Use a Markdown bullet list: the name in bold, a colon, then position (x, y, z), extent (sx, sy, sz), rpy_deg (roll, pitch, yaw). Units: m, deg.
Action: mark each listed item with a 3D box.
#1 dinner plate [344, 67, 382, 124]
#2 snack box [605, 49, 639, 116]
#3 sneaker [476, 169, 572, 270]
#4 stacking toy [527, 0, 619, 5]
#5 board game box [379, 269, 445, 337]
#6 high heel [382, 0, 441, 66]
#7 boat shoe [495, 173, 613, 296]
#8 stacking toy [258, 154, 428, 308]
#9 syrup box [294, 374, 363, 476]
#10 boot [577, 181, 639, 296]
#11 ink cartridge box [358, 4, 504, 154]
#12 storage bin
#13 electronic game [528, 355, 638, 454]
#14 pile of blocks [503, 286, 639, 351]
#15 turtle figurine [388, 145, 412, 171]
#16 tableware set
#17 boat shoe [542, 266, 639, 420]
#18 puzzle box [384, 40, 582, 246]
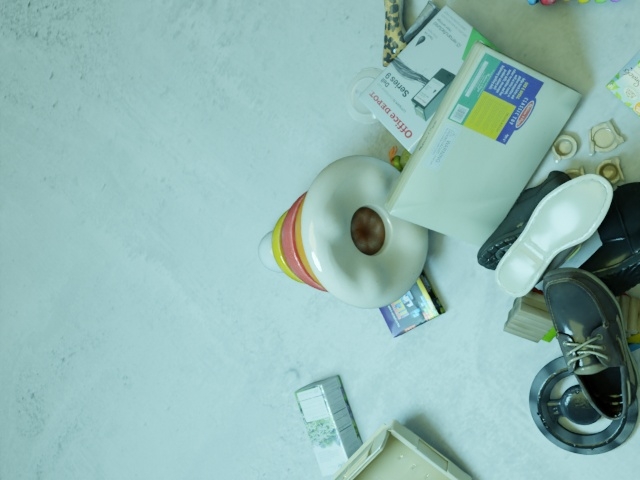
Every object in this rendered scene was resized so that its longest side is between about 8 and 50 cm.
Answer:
- **dinner plate**: position (0.120, -0.362, 1.923), extent (0.141, 0.017, 0.141), rpy_deg (2, 94, 32)
- **snack box**: position (0.677, -0.338, 1.577), extent (0.100, 0.037, 0.141), rpy_deg (50, 116, 19)
- **sneaker**: position (0.458, -0.039, 1.695), extent (0.286, 0.109, 0.130), rpy_deg (-43, 30, 32)
- **stacking toy**: position (0.583, -0.546, 1.571), extent (0.302, 0.166, 0.175), rpy_deg (17, 112, 14)
- **board game box**: position (0.206, 0.135, 1.894), extent (0.141, 0.048, 0.170), rpy_deg (-33, 77, 28)
- **high heel**: position (0.136, -0.554, 1.847), extent (0.261, 0.093, 0.186), rpy_deg (42, 107, 12)
- **boat shoe**: position (0.483, -0.015, 1.564), extent (0.116, 0.097, 0.324), rpy_deg (45, 127, 19)
- **stacking toy**: position (0.000, 0.000, 1.897), extent (0.480, 0.351, 0.350), rpy_deg (-11, 88, 56)
- **syrup box**: position (0.027, 0.485, 2.002), extent (0.093, 0.096, 0.236), rpy_deg (-23, 84, 30)
- **boot**: position (0.590, 0.006, 1.581), extent (0.246, 0.094, 0.207), rpy_deg (-32, 39, 30)
- **ink cartridge box**: position (0.262, -0.342, 1.722), extent (0.289, 0.121, 0.211), rpy_deg (-46, 58, 12)
- **storage bin**: position (0.189, 0.609, 1.848), extent (0.262, 0.123, 0.260), rpy_deg (38, 114, -2)
- **electronic game**: position (0.577, 0.361, 1.689), extent (0.229, 0.048, 0.229), rpy_deg (3, 99, 23)
- **pile of blocks**: position (0.585, 0.160, 1.653), extent (0.362, 0.149, 0.112), rpy_deg (5, 54, 22)
- **turtle figurine**: position (0.245, -0.210, 1.818), extent (0.217, 0.087, 0.269), rpy_deg (-13, 87, 31)
- **tableware set**: position (0.577, -0.173, 1.662), extent (0.169, 0.020, 0.141), rpy_deg (-17, 85, 31)
- **boat shoe**: position (0.545, 0.210, 1.517), extent (0.132, 0.130, 0.355), rpy_deg (-22, 113, 31)
- **puzzle box**: position (0.350, -0.195, 1.666), extent (0.409, 0.272, 0.052), rpy_deg (-61, 25, 21)
